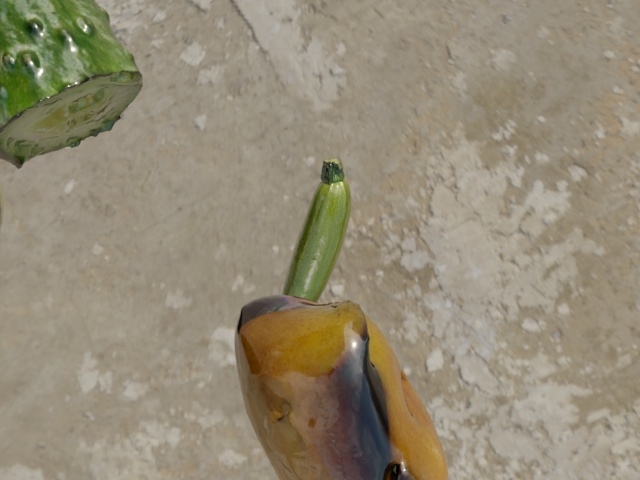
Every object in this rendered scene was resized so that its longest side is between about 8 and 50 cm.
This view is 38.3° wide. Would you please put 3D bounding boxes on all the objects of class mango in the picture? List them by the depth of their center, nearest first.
[{"bbox_3d":[0.023,0.171,0.879,0.152,0.201,0.287,-20,111,14],"label":"mango"}]

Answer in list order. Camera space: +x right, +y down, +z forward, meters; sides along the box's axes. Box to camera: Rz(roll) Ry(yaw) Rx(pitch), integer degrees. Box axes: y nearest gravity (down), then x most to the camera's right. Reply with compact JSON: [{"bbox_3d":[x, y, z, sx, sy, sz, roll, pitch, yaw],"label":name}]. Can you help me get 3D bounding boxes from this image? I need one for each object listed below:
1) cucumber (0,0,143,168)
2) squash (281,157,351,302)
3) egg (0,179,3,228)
[{"bbox_3d":[-0.243,-0.191,0.719,0.134,0.134,0.244,-28,84,8],"label":"cucumber"},{"bbox_3d":[0.000,0.000,1.331,0.066,0.066,0.252,15,114,-8],"label":"squash"},{"bbox_3d":[-0.664,-0.084,1.314,0.345,0.345,0.428,-41,121,12],"label":"egg"}]
